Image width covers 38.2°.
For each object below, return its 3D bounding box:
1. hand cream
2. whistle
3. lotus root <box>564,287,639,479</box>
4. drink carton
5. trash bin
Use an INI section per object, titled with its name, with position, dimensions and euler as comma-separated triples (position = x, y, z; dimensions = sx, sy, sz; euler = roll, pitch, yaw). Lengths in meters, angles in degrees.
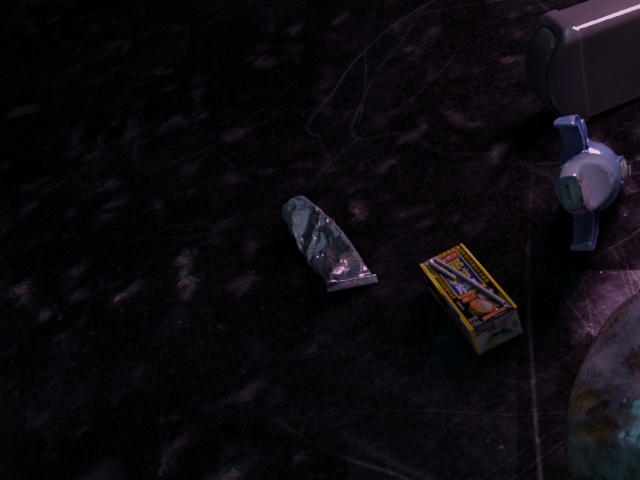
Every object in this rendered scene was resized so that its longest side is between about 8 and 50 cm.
[hand cream]
position = -0.001, 0.000, 1.436
dimensions = 0.075, 0.052, 0.248
euler = -30, 38, -6
[whistle]
position = 0.358, -0.081, 1.250
dimensions = 0.093, 0.180, 0.269
euler = -6, 7, 27
[lotus root]
position = 0.355, 0.158, 0.964
dimensions = 0.175, 0.175, 0.349
euler = 1, 43, 30
[drink carton]
position = 0.199, 0.074, 1.236
dimensions = 0.071, 0.056, 0.165
euler = -25, 37, -6
[trash bin]
position = 0.443, -0.293, 1.449
dimensions = 0.236, 0.176, 0.101
euler = -21, 36, -2
